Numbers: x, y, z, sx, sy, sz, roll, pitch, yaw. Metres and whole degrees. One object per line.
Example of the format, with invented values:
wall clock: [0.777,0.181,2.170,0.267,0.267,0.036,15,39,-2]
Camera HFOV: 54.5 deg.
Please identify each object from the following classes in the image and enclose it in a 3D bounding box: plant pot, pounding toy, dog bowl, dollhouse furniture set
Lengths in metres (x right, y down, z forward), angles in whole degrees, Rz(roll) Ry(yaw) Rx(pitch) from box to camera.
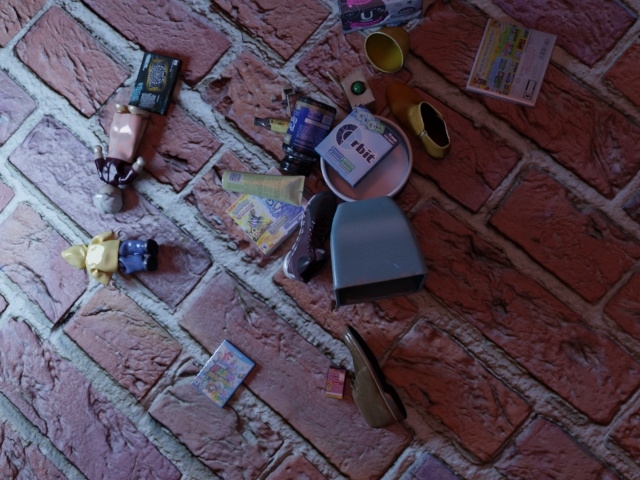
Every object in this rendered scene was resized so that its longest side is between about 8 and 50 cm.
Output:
plant pot: [0.140,0.022,1.724,0.247,0.248,0.252,-11,73,0]
pounding toy: [0.094,-0.438,1.833,0.100,0.141,0.130,-22,81,5]
dog bowl: [0.137,-0.227,1.822,0.265,0.104,0.264,-1,83,8]
dollhouse furniture set: [-0.109,-0.417,1.873,0.091,0.114,0.081,-9,87,4]
plant pot: [0.213,-0.583,1.851,0.134,0.134,0.095,36,63,10]

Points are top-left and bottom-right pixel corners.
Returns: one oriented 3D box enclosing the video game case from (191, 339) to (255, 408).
video game case: [-0.289,0.397,1.851,0.119,0.015,0.166,37,89,10]

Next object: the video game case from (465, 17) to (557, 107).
video game case: [0.565,-0.526,1.841,0.207,0.026,0.226,18,87,9]

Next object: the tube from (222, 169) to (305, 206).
tube: [-0.168,-0.160,1.835,0.240,0.070,0.062,9,51,9]

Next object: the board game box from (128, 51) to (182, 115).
board game box: [-0.525,-0.500,1.978,0.126,0.026,0.186,16,86,9]

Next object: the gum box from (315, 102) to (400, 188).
gum box: [0.105,-0.267,1.756,0.184,0.041,0.157,-44,80,0]

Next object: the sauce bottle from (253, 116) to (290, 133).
sauce bottle: [-0.142,-0.354,1.904,0.128,0.042,0.042,11,85,7]

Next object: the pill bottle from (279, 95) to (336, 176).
pill bottle: [-0.042,-0.305,1.836,0.123,0.123,0.219,21,99,9]

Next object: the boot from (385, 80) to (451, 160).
boot: [0.282,-0.365,1.765,0.104,0.211,0.295,-32,80,2]

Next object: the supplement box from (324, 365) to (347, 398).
supplement box: [0.044,0.410,1.792,0.055,0.043,0.083,8,85,8]

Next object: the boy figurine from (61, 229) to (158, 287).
boy figurine: [-0.647,0.058,1.899,0.285,0.092,0.177,-4,83,8]

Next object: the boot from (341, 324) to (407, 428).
boot: [0.122,0.389,1.759,0.115,0.112,0.305,-29,83,14]

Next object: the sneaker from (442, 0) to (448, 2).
sneaker: [0.413,-0.806,1.872,0.071,0.066,0.188,12,86,8]

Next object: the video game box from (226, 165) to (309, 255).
video game box: [-0.148,-0.090,1.873,0.205,0.048,0.187,-44,77,1]

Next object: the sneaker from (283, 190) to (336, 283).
sneaker: [0.000,0.000,1.775,0.107,0.162,0.281,20,93,-26]

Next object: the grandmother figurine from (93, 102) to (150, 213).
grandmother figurine: [-0.622,-0.247,1.932,0.208,0.104,0.342,14,88,36]

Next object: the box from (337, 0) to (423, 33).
box: [0.172,-0.742,1.857,0.248,0.142,0.163,-10,82,7]
